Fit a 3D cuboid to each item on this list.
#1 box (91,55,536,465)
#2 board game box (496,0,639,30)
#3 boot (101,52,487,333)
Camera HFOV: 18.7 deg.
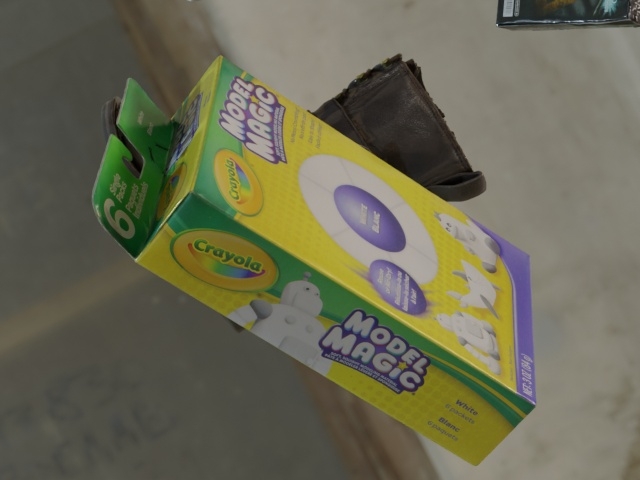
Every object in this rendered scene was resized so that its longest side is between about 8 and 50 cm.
[{"bbox_3d":[0.000,0.000,0.738,0.043,0.179,0.105,-51,18,29],"label":"box"},{"bbox_3d":[0.193,-0.250,1.443,0.126,0.186,0.026,5,-1,44],"label":"board game box"},{"bbox_3d":[-0.022,-0.067,1.458,0.229,0.263,0.091,-35,-35,-4],"label":"boot"}]
